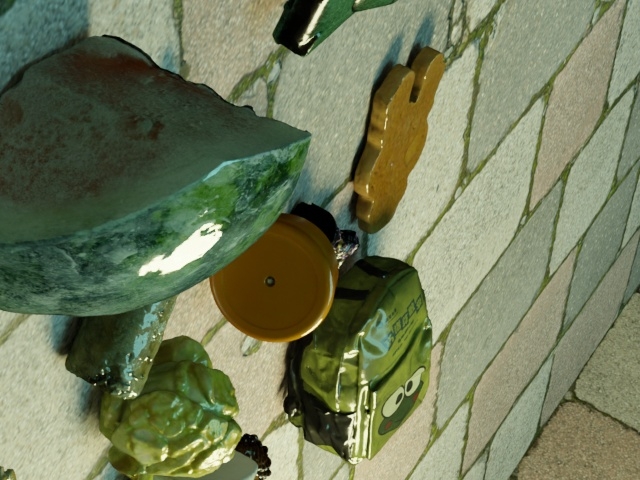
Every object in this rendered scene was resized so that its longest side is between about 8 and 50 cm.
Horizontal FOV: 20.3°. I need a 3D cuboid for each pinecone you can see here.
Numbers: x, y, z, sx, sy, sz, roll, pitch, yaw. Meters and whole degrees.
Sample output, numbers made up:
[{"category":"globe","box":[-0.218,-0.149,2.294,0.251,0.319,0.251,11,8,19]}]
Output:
[{"category":"pinecone","box":[-0.100,0.262,2.068,0.083,0.077,0.077,-34,-173,46]}]

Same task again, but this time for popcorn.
[{"category":"popcorn","box":[-0.145,0.174,1.736,0.162,0.135,0.141,-61,168,-10]}]

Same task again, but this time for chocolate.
[{"category":"chocolate","box":[0.003,-0.001,2.008,0.147,0.072,0.070,45,32,-78]}]

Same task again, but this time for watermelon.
[{"category":"watermelon","box":[-0.192,-0.047,1.374,0.289,0.214,0.320,-9,174,-28]}]

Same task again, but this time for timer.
[{"category":"timer","box":[-0.031,0.022,1.863,0.152,0.132,0.132,-45,157,-68]}]

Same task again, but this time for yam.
[{"category":"yam","box":[-0.165,0.051,1.602,0.179,0.078,0.078,-66,161,11]}]

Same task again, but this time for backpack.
[{"category":"backpack","box":[0.050,0.135,2.189,0.207,0.140,0.253,-46,149,-39]}]

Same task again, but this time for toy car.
[{"category":"toy car","box":[0.074,-0.297,1.686,0.321,0.097,0.141,-48,173,-36]}]

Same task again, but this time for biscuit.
[{"category":"biscuit","box":[0.086,-0.114,2.096,0.144,0.040,0.236,-30,145,-46]}]

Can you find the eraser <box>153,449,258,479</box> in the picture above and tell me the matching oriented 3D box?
[{"category":"eraser","box":[-0.180,0.368,1.948,0.189,0.104,0.290,-2,117,-64]}]

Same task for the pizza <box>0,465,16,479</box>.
[{"category":"pizza","box":[-0.307,0.266,1.542,0.154,0.069,0.194,-29,135,-58]}]
